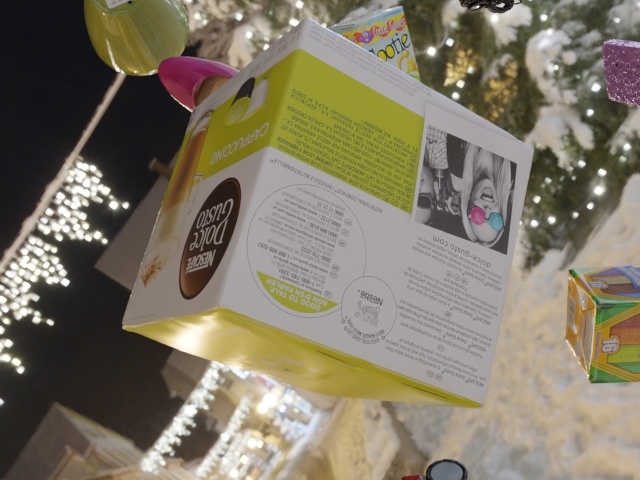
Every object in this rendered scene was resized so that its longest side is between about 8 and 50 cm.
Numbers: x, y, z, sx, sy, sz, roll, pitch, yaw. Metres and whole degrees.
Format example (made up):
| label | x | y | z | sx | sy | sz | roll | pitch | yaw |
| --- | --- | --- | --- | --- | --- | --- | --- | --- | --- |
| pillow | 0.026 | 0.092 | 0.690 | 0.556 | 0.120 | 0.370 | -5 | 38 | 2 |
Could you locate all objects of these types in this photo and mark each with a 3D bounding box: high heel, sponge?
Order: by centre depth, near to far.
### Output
| label | x | y | z | sx | sy | sz | roll | pitch | yaw |
| --- | --- | --- | --- | --- | --- | --- | --- | --- | --- |
| sponge | 0.597 | -0.299 | 1.300 | 0.031 | 0.117 | 0.210 | -23 | 25 | -10 |
| high heel | -0.161 | -0.260 | 1.414 | 0.181 | 0.377 | 0.127 | -83 | 17 | -76 |

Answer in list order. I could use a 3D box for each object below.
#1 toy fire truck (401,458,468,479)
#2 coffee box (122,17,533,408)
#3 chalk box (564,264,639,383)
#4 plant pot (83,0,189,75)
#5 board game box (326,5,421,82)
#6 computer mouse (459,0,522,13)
| label | x | y | z | sx | sy | sz | roll | pitch | yaw |
| --- | --- | --- | --- | --- | --- | --- | --- | --- | --- |
| toy fire truck | 0.090 | 0.392 | 0.909 | 0.217 | 0.246 | 0.158 | -105 | 4 | -65 |
| coffee box | 0.000 | 0.000 | 0.895 | 0.337 | 0.338 | 0.334 | -17 | 54 | 59 |
| chalk box | 0.484 | 0.117 | 1.043 | 0.132 | 0.213 | 0.132 | -87 | -8 | -68 |
| plant pot | -0.489 | -0.594 | 1.830 | 0.275 | 0.275 | 0.293 | -58 | 3 | -4 |
| board game box | 0.134 | -0.389 | 1.686 | 0.144 | 0.275 | 0.142 | -27 | 21 | -22 |
| computer mouse | 0.432 | -0.572 | 1.499 | 0.188 | 0.072 | 0.272 | -9 | -8 | -44 |
